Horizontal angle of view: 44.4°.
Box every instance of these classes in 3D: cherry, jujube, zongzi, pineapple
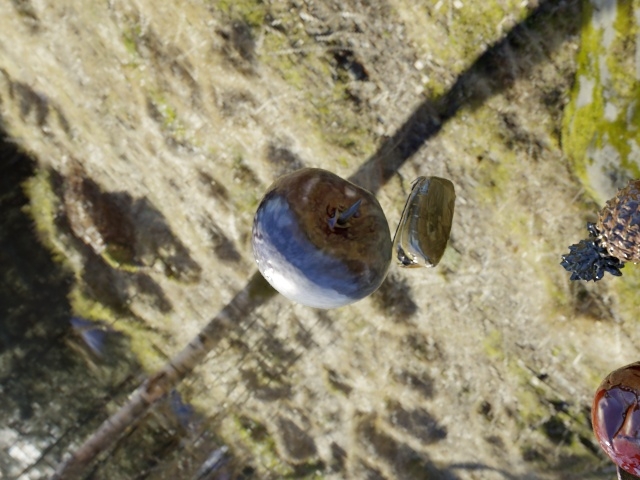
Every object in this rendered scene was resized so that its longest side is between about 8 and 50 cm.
[{"bbox_3d":[0.000,0.000,1.364,0.255,0.218,0.296,35,153,-4],"label":"cherry"},{"bbox_3d":[0.621,0.318,1.363,0.318,0.222,0.223,13,174,-31],"label":"jujube"},{"bbox_3d":[0.213,-0.033,1.501,0.099,0.194,0.197,17,179,-7],"label":"zongzi"},{"bbox_3d":[0.577,0.001,1.529,0.158,0.158,0.278,42,138,3],"label":"pineapple"}]

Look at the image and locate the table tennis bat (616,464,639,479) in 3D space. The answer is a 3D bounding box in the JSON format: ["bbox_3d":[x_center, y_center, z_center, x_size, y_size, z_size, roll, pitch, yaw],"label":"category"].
[{"bbox_3d":[0.709,0.485,1.546,0.301,0.173,0.022,32,152,-8],"label":"table tennis bat"}]
